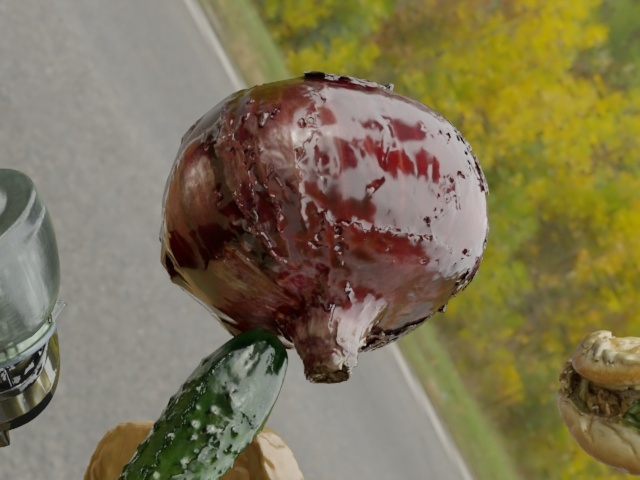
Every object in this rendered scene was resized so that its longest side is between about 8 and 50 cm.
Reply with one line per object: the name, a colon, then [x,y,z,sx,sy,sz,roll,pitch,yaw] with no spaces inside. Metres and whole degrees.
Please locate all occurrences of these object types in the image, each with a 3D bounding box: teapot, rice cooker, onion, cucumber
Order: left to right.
teapot: [-0.220,0.035,0.946,0.111,0.149,0.108,18,-40,46]
rice cooker: [-0.266,0.082,1.241,0.165,0.112,0.106,-101,180,-48]
cucumber: [-0.100,0.158,1.093,0.069,0.227,0.069,36,-9,7]
onion: [0.000,0.000,1.124,0.252,0.252,0.219,55,31,-52]

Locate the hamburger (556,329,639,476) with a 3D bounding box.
hamburger: [0.392,0.180,1.699,0.286,0.243,0.146,14,-76,52]

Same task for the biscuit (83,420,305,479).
biscuit: [-0.116,0.330,1.317,0.062,0.385,0.365,14,85,-39]
